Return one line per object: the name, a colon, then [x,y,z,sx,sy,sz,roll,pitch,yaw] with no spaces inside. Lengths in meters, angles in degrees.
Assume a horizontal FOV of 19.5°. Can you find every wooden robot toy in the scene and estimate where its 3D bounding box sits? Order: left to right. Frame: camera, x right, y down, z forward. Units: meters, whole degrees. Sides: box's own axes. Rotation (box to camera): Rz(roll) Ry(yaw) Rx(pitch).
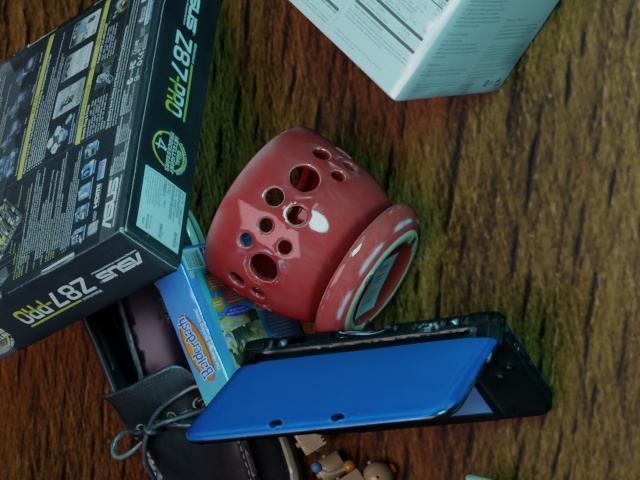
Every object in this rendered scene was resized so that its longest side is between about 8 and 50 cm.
wooden robot toy: [0.046,0.267,2.064,0.079,0.076,0.173,-33,75,-3]

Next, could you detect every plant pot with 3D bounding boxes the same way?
plant pot: [0.000,0.000,1.972,0.174,0.191,0.191,33,115,16]

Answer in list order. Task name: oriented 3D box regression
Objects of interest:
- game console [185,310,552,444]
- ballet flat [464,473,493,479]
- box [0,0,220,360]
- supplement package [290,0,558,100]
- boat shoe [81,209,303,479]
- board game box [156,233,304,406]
game console: [0.055,0.179,1.868,0.293,0.250,0.173,-8,52,26]
ballet flat: [0.244,0.332,1.922,0.086,0.086,0.248,-41,75,32]
box: [-0.270,-0.089,2.065,0.318,0.097,0.395,-25,44,33]
supplement package: [0.128,-0.302,1.822,0.198,0.199,0.263,45,119,22]
boat shoe: [-0.164,0.181,2.128,0.187,0.156,0.500,-23,85,33]
board game box: [-0.088,0.102,2.059,0.047,0.160,0.210,-28,80,35]
